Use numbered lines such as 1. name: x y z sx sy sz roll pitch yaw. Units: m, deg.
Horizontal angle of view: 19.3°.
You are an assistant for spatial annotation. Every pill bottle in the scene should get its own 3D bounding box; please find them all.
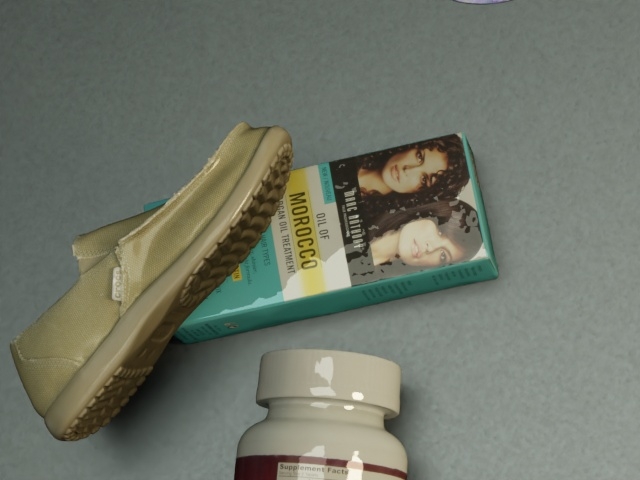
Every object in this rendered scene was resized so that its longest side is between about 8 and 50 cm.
1. pill bottle: -0.002 0.192 1.303 0.121 0.121 0.221 2 76 12

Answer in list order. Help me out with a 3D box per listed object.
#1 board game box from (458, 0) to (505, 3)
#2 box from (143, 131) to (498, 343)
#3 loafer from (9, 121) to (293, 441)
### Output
1. board game box: 0.123 -0.266 1.441 0.133 0.033 0.169 7 77 13
2. box: 0.000 0.000 1.383 0.244 0.060 0.100 -13 74 8
3. loafer: -0.123 0.015 1.319 0.092 0.102 0.268 39 88 11
